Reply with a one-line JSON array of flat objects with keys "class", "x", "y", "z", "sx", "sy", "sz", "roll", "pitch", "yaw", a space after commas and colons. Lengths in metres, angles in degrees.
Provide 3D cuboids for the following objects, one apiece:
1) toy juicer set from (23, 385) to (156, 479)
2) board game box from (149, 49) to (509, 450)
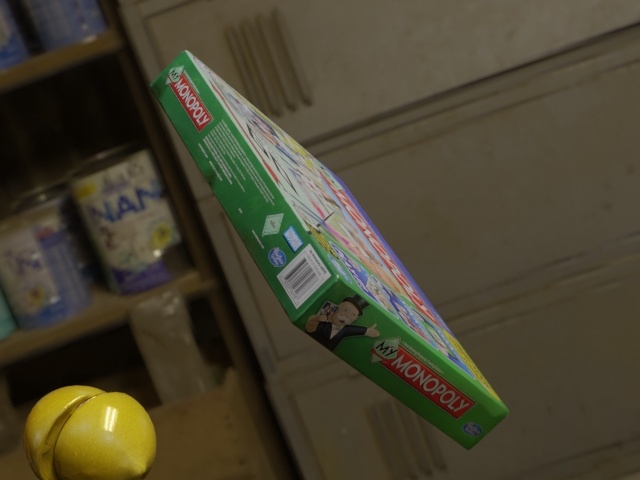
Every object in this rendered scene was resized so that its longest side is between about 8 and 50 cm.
[{"class": "toy juicer set", "x": -0.126, "y": 0.174, "z": 0.700, "sx": 0.209, "sy": 0.329, "sz": 0.089, "roll": -52, "pitch": 1, "yaw": 13}, {"class": "board game box", "x": 0.000, "y": 0.000, "z": 1.031, "sx": 0.046, "sy": 0.213, "sz": 0.317, "roll": -45, "pitch": 41, "yaw": 9}]
